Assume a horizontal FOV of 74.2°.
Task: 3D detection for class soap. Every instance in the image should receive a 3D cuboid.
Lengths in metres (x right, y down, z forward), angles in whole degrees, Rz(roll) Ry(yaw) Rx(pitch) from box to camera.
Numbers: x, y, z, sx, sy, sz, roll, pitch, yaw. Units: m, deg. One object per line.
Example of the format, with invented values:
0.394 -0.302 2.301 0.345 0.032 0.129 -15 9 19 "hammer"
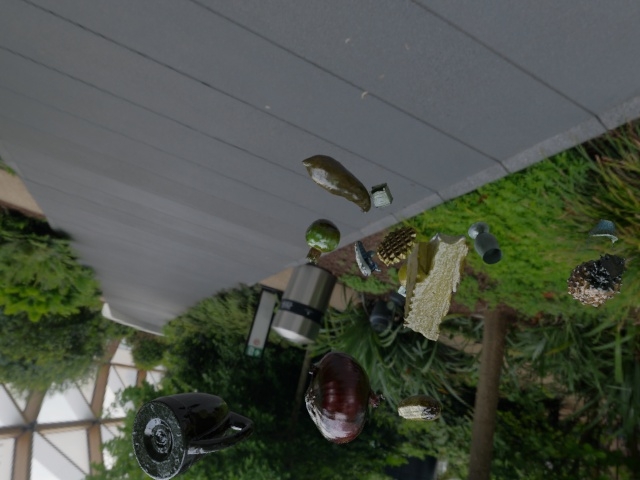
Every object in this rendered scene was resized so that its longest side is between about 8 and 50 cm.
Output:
0.415 0.175 1.530 0.169 0.339 0.304 8 161 -2 "soap"

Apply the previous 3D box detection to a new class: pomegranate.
0.000 0.000 1.829 0.159 0.205 0.159 23 163 8 "pomegranate"

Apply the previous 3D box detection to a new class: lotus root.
0.426 0.719 1.824 0.097 0.110 0.258 -24 174 -36 "lotus root"

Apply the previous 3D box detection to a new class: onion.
0.093 0.495 1.344 0.284 0.273 0.273 7 163 -8 "onion"

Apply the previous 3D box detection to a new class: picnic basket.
0.758 -0.014 1.131 0.065 0.083 0.083 13 -167 6 "picnic basket"

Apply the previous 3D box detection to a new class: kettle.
-0.356 0.529 1.231 0.250 0.208 0.271 -34 162 20 "kettle"

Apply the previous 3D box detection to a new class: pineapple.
0.897 0.111 1.359 0.157 0.158 0.279 7 159 20 "pineapple"

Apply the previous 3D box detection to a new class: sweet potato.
0.096 -0.232 1.759 0.422 0.131 0.130 30 156 -36 "sweet potato"

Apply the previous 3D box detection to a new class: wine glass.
0.675 0.010 1.733 0.092 0.202 0.093 1 121 2 "wine glass"

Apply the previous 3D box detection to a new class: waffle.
0.288 0.016 1.590 0.038 0.191 0.191 46 148 -24 "waffle"

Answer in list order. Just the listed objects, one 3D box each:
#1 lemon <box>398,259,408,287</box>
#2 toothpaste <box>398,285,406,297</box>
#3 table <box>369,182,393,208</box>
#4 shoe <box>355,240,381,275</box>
0.533 0.185 2.324 0.192 0.192 0.231 26 133 -32 "lemon"
0.510 0.315 2.238 0.218 0.041 0.064 34 142 16 "toothpaste"
0.265 -0.197 1.851 0.079 0.062 0.083 -14 115 27 "table"
0.164 0.058 1.523 0.071 0.143 0.064 -15 147 -11 "shoe"
